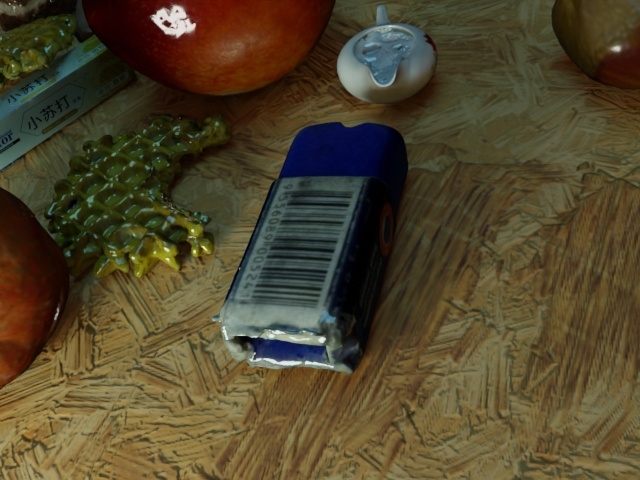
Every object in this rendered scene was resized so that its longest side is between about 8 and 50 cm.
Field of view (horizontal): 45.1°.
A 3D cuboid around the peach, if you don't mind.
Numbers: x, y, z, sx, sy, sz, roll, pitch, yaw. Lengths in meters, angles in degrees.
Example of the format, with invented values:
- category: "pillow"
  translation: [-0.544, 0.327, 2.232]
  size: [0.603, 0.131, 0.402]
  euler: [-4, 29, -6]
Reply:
- category: "peach"
  translation: [-0.169, -0.397, 1.142]
  size: [0.388, 0.388, 0.388]
  euler: [-8, 48, 9]

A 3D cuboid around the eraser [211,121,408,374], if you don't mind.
- category: "eraser"
  translation: [0.000, 0.000, 0.909]
  size: [0.155, 0.101, 0.332]
  euler: [2, 49, 20]

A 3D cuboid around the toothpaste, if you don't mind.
- category: "toothpaste"
  translation: [-0.447, -0.220, 1.241]
  size: [0.313, 0.089, 0.071]
  euler: [-40, 55, -20]

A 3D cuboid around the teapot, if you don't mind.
- category: "teapot"
  translation: [0.096, -0.262, 1.121]
  size: [0.145, 0.092, 0.226]
  euler: [-8, 46, 5]

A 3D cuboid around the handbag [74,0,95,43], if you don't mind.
- category: "handbag"
  translation: [-0.374, -0.413, 1.405]
  size: [0.151, 0.072, 0.193]
  euler: [-17, 49, 0]

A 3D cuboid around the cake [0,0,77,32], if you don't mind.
- category: "cake"
  translation: [-0.541, -0.446, 1.429]
  size: [0.135, 0.147, 0.134]
  euler: [22, 56, 31]

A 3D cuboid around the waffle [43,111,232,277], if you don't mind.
- category: "waffle"
  translation: [-0.259, -0.073, 1.070]
  size: [0.259, 0.069, 0.293]
  euler: [-8, 46, 7]

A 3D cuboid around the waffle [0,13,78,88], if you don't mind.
- category: "waffle"
  translation: [-0.519, -0.304, 1.282]
  size: [0.245, 0.052, 0.254]
  euler: [-17, 33, 13]

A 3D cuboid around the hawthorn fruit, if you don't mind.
- category: "hawthorn fruit"
  translation: [-0.458, 0.035, 0.901]
  size: [0.276, 0.276, 0.307]
  euler: [-38, 45, -18]

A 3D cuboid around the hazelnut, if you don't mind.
- category: "hazelnut"
  translation: [0.413, -0.296, 1.001]
  size: [0.210, 0.186, 0.210]
  euler: [-21, 33, 15]
